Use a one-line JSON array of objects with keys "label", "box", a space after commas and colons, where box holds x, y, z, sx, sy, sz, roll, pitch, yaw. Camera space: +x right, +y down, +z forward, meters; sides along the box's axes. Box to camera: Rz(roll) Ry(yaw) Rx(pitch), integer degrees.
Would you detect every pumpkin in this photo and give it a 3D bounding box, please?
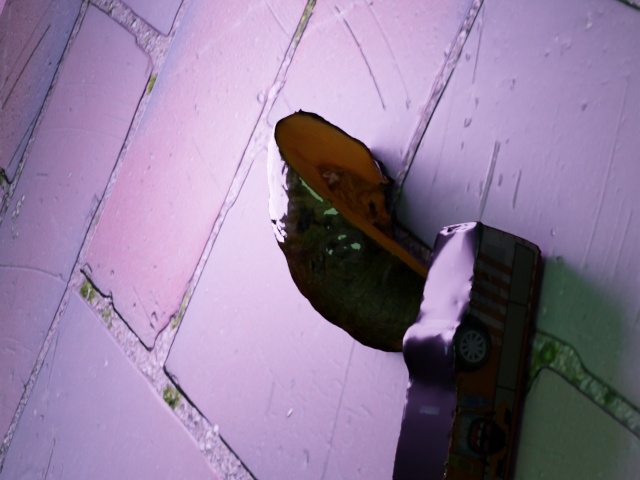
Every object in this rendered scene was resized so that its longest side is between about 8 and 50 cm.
[{"label": "pumpkin", "box": [0.000, 0.000, 1.903, 0.148, 0.169, 0.312, -58, 34, 20]}]

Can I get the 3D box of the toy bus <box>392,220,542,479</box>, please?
[{"label": "toy bus", "box": [0.119, 0.189, 1.695, 0.093, 0.092, 0.409, -9, 68, 59]}]
